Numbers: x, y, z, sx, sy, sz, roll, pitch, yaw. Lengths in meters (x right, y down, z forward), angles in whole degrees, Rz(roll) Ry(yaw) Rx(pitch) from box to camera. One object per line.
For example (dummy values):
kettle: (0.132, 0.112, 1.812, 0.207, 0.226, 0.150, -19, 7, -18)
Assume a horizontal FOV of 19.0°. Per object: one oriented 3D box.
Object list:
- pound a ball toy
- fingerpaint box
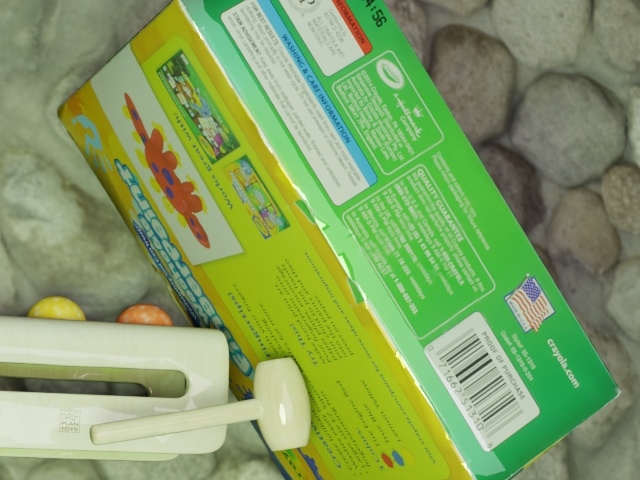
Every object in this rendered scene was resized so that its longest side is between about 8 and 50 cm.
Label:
pound a ball toy: (-0.188, 0.109, 1.588, 0.319, 0.208, 0.135, 4, 79, -22)
fingerpaint box: (0.000, 0.000, 1.610, 0.163, 0.371, 0.445, -33, 93, -24)
